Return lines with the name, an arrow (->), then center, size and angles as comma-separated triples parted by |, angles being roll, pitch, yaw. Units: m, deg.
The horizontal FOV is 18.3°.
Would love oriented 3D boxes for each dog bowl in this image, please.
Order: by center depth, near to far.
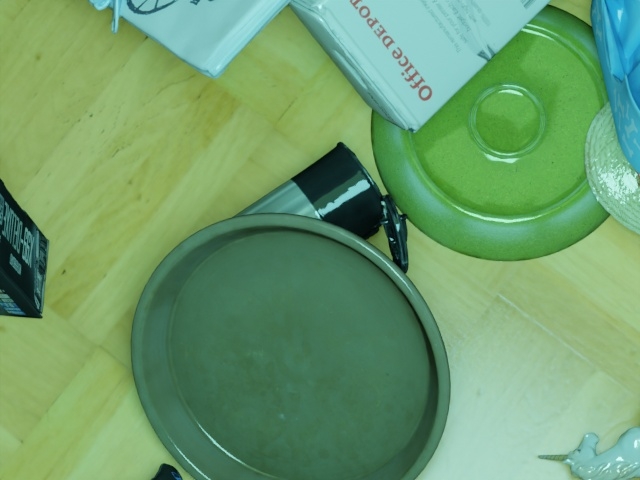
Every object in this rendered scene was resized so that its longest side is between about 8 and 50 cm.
dog bowl -> 0.314, -0.153, 1.670 | 0.166, 0.074, 0.297 | 3, 52, -11

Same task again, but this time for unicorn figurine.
unicorn figurine -> 0.283, 0.178, 1.678 | 0.162, 0.060, 0.111 | 32, 83, 8

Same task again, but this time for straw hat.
straw hat -> 0.302, -0.071, 1.695 | 0.145, 0.061, 0.144 | 1, 84, -8

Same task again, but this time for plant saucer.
plant saucer -> -0.024, 0.104, 1.659 | 0.278, 0.041, 0.277 | 6, 110, 15
plant saucer -> 0.164, -0.103, 1.746 | 0.241, 0.037, 0.241 | 0, 80, 2

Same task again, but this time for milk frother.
milk frother -> 0.000, 0.000, 1.682 | 0.135, 0.143, 0.129 | -35, 87, -5

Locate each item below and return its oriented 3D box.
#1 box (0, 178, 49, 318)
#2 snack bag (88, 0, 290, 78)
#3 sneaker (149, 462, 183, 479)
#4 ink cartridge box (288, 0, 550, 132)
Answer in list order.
box -> -0.368, -0.008, 1.619 | 0.243, 0.307, 0.076 | 3, 76, 3
snack bag -> -0.083, -0.309, 1.706 | 0.323, 0.037, 0.342 | -46, 46, -6
sneaker -> -0.213, 0.263, 1.687 | 0.232, 0.081, 0.090 | -18, 58, 5
ink cartridge box -> 0.094, -0.223, 1.671 | 0.218, 0.092, 0.158 | -45, 123, -6
